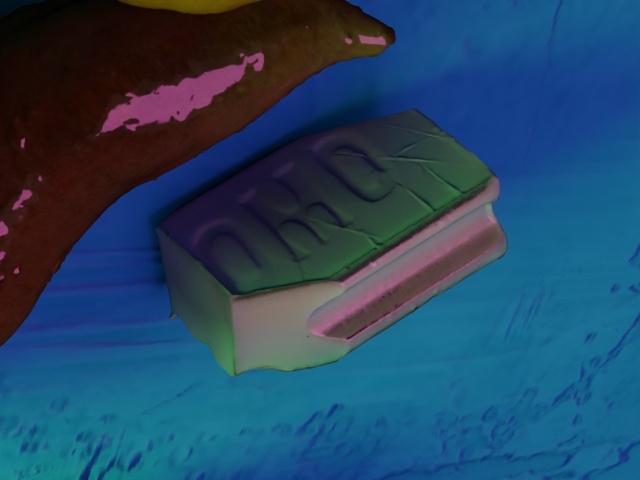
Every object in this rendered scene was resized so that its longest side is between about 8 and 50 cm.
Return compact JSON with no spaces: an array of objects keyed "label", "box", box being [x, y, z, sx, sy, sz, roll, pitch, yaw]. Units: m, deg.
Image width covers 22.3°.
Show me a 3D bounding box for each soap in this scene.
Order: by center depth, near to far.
[{"label":"soap","box":[0.000,0.000,0.766,0.149,0.100,0.056,-31,136,-16]}]

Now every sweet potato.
[{"label":"sweet potato","box":[-0.141,-0.011,0.643,0.354,0.095,0.106,-38,105,6]}]

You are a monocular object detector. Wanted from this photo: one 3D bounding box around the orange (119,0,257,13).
[{"label":"orange","box":[-0.021,-0.187,0.528,0.249,0.183,0.249,-25,136,-26]}]
